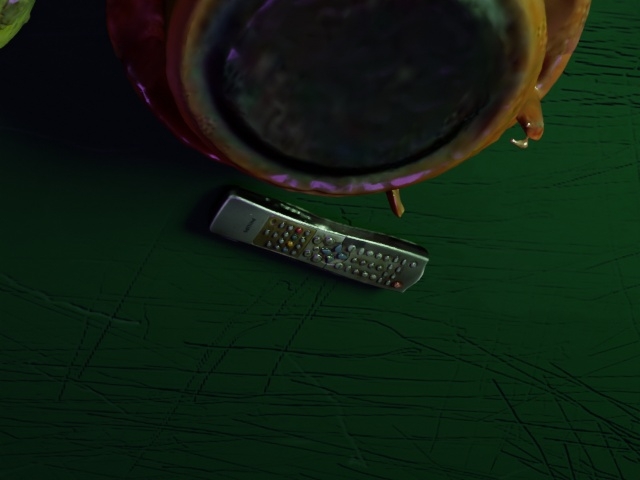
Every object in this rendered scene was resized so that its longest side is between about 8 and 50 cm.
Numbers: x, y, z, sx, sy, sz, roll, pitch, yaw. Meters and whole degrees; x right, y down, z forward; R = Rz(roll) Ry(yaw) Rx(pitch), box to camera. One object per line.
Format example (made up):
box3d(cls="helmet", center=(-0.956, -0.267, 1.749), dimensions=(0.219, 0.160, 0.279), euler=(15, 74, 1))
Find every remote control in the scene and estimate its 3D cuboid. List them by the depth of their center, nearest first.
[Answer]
box3d(cls="remote control", center=(0.000, 0.000, 1.370), dimensions=(0.212, 0.028, 0.059), euler=(18, 128, -23))

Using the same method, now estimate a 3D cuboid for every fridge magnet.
box3d(cls="fridge magnet", center=(0.024, -0.169, 1.101), dimensions=(0.363, 0.155, 0.363), euler=(-3, 135, -3))

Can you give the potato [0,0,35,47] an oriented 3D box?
box3d(cls="potato", center=(-0.239, -0.218, 1.020), dimensions=(0.160, 0.111, 0.272), euler=(0, 129, -34))
